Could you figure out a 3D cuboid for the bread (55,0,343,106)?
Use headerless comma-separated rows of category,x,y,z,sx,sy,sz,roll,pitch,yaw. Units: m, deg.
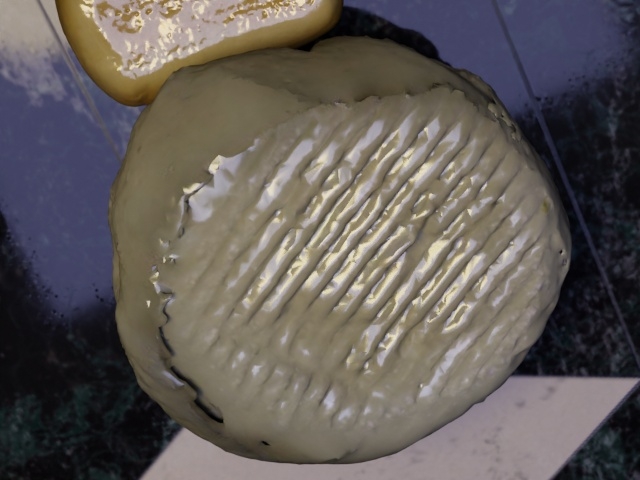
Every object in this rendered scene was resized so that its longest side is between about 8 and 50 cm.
bread,-0.091,-0.195,0.898,0.217,0.098,0.147,-18,111,0

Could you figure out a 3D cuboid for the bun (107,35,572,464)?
bun,0.000,0.000,0.904,0.360,0.211,0.359,-8,115,-17
